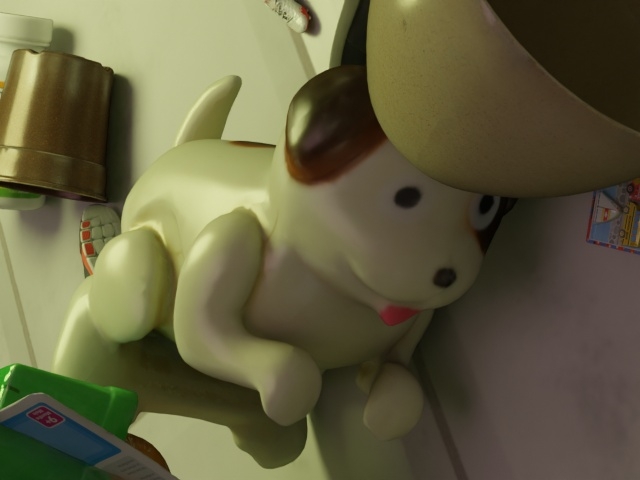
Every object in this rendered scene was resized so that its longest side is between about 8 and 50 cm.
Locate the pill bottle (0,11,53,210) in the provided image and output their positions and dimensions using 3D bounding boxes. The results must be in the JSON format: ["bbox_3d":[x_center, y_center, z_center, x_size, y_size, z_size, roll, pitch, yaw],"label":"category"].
[{"bbox_3d":[-0.410,-0.170,1.879,0.136,0.136,0.246,17,101,50],"label":"pill bottle"}]

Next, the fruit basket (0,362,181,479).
[{"bbox_3d":[-0.197,0.259,1.266,0.327,0.353,0.165,-20,36,45],"label":"fruit basket"}]

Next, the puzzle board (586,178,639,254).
[{"bbox_3d":[0.256,-0.053,1.155,0.096,0.011,0.128,16,100,50],"label":"puzzle board"}]

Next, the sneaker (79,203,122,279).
[{"bbox_3d":[-0.269,0.035,1.760,0.065,0.061,0.158,-33,62,52],"label":"sneaker"}]

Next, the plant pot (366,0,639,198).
[{"bbox_3d":[0.144,-0.141,1.083,0.191,0.284,0.284,-42,57,42],"label":"plant pot"}]

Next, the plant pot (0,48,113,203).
[{"bbox_3d":[-0.326,-0.140,1.770,0.167,0.167,0.165,5,84,51],"label":"plant pot"}]

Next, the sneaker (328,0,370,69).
[{"bbox_3d":[0.081,-0.195,1.326,0.118,0.083,0.222,21,139,7],"label":"sneaker"}]

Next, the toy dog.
[{"bbox_3d":[0.000,0.000,1.305,0.408,0.284,0.395,-28,46,46],"label":"toy dog"}]

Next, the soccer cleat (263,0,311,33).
[{"bbox_3d":[-0.040,-0.243,1.507,0.029,0.035,0.083,-57,48,32],"label":"soccer cleat"}]
